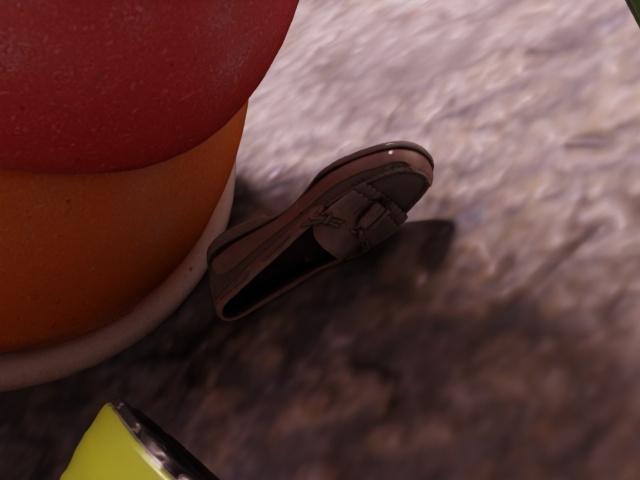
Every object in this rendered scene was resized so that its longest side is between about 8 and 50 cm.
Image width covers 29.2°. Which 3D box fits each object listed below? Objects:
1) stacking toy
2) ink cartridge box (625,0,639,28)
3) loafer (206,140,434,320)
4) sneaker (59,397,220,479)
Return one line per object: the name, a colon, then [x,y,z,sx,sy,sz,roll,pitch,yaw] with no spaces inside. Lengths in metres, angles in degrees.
stacking toy: [-0.100,-0.183,0.468,0.480,0.351,0.350,-45,14,44]
ink cartridge box: [0.137,-0.204,0.521,0.093,0.219,0.160,-24,29,23]
loafer: [0.000,0.000,0.556,0.125,0.045,0.039,-28,43,29]
sneaker: [-0.025,0.145,0.291,0.121,0.111,0.300,-50,22,-6]
